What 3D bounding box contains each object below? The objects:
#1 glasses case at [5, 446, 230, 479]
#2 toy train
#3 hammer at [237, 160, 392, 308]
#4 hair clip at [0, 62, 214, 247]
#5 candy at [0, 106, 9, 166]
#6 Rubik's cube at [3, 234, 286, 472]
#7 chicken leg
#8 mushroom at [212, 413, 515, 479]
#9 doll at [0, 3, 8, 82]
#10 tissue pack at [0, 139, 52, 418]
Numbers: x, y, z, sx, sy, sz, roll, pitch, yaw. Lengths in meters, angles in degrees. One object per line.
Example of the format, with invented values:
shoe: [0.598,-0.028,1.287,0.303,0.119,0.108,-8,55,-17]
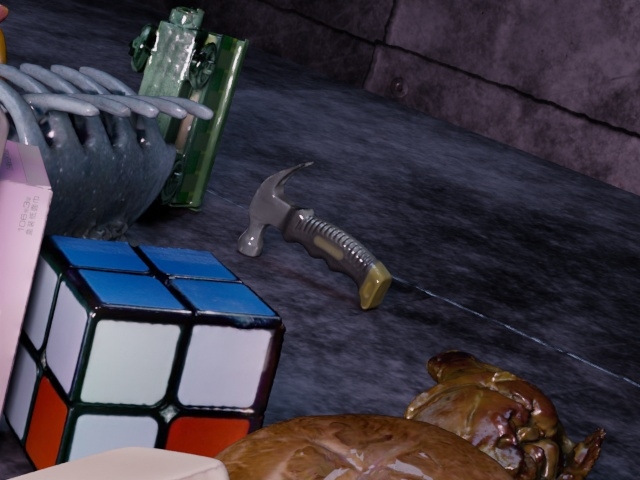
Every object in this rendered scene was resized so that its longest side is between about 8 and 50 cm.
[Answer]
glasses case: [-0.211,0.209,0.964,0.313,0.070,0.131,-11,7,-43]
toy train: [-0.209,-0.178,2.040,0.120,0.300,0.202,18,7,12]
hammer: [0.000,0.000,1.937,0.226,0.158,0.041,37,25,23]
hair clip: [-0.294,-0.069,1.687,0.392,0.238,0.318,22,15,25]
candy: [-0.369,0.030,1.053,0.208,0.358,0.145,12,-14,-1]
Rubik's cube: [-0.156,0.111,1.255,0.183,0.180,0.167,9,16,-29]
chicken leg: [0.175,0.183,1.442,0.212,0.140,0.361,11,18,14]
mushroom: [0.023,0.230,1.106,0.278,0.146,0.278,2,32,-1]
doll: [-0.488,-0.175,1.856,0.167,0.269,0.162,11,-1,-11]
tissue pack: [-0.307,0.042,1.260,0.093,0.246,0.148,10,15,-19]
